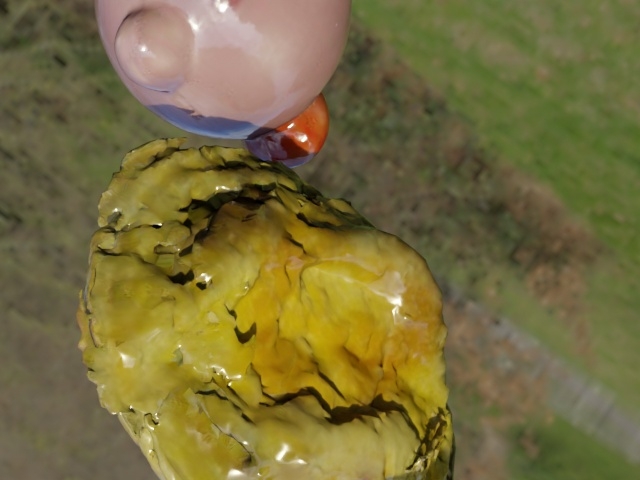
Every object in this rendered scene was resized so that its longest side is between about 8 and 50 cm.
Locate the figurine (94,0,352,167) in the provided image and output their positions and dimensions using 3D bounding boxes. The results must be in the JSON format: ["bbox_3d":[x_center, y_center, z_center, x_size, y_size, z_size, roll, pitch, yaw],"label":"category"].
[{"bbox_3d":[-0.063,-0.150,1.133,0.173,0.173,0.173,34,167,9],"label":"figurine"}]

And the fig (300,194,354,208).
[{"bbox_3d":[0.000,0.000,1.777,0.117,0.117,0.177,39,140,-13],"label":"fig"}]

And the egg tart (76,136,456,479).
[{"bbox_3d":[-0.008,0.058,1.007,0.132,0.297,0.297,-34,116,31],"label":"egg tart"}]
